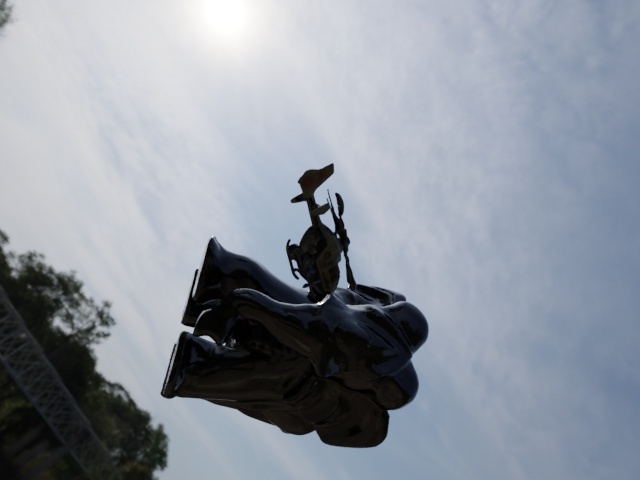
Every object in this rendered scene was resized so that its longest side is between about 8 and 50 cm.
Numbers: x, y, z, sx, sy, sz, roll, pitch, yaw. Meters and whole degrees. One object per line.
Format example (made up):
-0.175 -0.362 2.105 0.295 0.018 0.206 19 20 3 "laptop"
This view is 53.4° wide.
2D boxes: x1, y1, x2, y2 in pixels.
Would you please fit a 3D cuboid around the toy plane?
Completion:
0.000 0.000 0.482 0.031 0.049 0.120 41 -28 49 "toy plane"

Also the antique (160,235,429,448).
-0.037 0.122 0.724 0.255 0.185 0.322 17 -21 -9 "antique"
